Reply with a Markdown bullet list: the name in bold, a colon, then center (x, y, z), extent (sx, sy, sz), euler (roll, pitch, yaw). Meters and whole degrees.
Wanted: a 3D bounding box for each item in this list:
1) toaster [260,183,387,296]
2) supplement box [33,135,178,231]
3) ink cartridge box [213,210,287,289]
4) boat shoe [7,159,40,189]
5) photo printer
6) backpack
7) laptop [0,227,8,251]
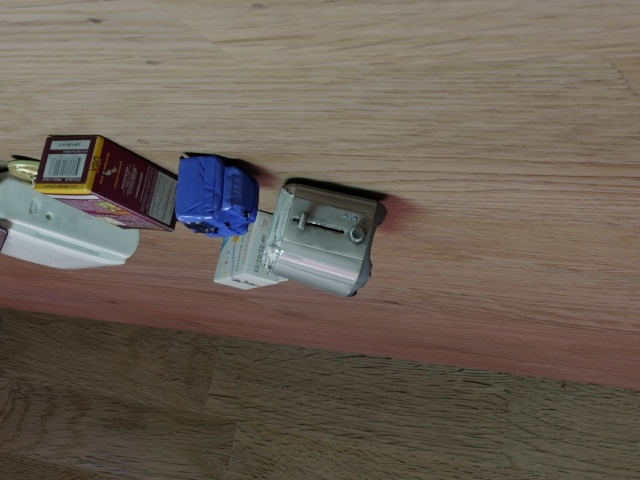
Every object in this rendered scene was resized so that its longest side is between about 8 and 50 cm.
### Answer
- **toaster**: center (0.000, 0.000, 1.569), extent (0.146, 0.129, 0.227), euler (16, 170, -2)
- **supplement box**: center (-0.293, -0.078, 1.589), extent (0.104, 0.081, 0.188), euler (3, 165, 34)
- **ink cartridge box**: center (-0.101, 0.015, 1.781), extent (0.061, 0.104, 0.181), euler (16, 167, -23)
- **boat shoe**: center (-0.412, -0.086, 1.745), extent (0.153, 0.048, 0.056), euler (20, 166, -34)
- **photo printer**: center (-0.483, -0.027, 1.943), extent (0.256, 0.107, 0.307), euler (20, 166, -29)
- **backpack**: center (-0.132, -0.051, 1.520), extent (0.101, 0.098, 0.120), euler (4, 165, 19)
- **laptop**: center (-0.742, -0.031, 1.896), extent (0.382, 0.236, 0.408), euler (18, -166, -20)
